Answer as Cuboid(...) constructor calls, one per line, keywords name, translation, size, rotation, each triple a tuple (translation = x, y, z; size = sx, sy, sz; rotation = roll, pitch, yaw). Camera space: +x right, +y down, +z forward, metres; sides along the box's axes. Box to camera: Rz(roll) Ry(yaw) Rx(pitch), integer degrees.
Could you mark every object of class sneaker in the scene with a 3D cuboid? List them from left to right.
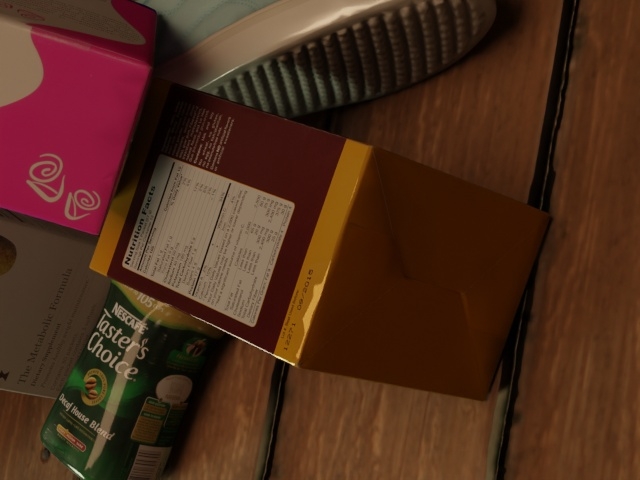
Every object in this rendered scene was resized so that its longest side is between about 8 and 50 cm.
Cuboid(name="sneaker", translation=(-0.042, -0.169, 1.013), size=(0.365, 0.135, 0.150), rotation=(-14, 74, 37))

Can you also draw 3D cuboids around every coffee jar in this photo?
Cuboid(name="coffee jar", translation=(-0.132, 0.089, 1.054), size=(0.096, 0.079, 0.184), rotation=(29, 97, 41))

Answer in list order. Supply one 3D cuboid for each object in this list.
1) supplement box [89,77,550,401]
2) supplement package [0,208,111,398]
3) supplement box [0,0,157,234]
Cuboid(name="supplement box", translation=(0.000, 0.000, 0.892), size=(0.194, 0.191, 0.129), rotation=(21, 94, 41))
Cuboid(name="supplement package", translation=(-0.300, 0.025, 1.102), size=(0.134, 0.244, 0.139), rotation=(27, 96, 41))
Cuboid(name="supplement box", translation=(-0.173, -0.098, 0.906), size=(0.220, 0.111, 0.114), rotation=(-109, 37, -73))
